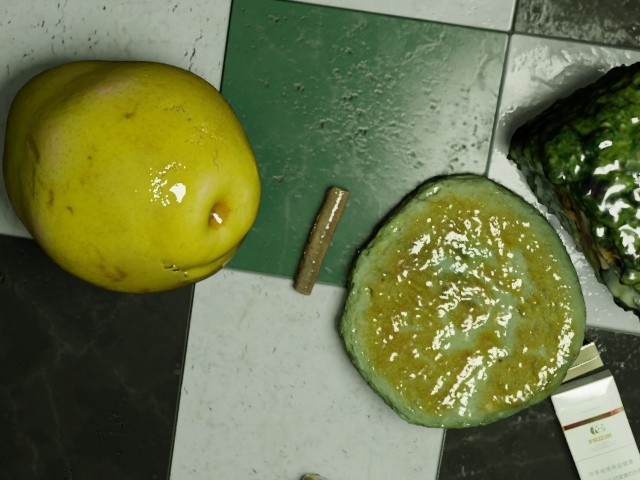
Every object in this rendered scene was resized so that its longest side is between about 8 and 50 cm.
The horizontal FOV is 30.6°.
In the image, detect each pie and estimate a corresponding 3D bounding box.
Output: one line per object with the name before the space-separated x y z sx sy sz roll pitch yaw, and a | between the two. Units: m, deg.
pie | 0.178 0.084 1.455 0.323 0.070 0.323 -2 82 15

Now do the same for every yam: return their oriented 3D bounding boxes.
yam | 0.000 0.000 1.499 0.032 0.032 0.145 20 100 1

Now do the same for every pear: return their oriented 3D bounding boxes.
pear | -0.231 -0.087 1.406 0.285 0.336 0.285 -20 134 -22

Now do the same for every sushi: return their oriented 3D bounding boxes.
sushi | 0.359 -0.042 1.310 0.178 0.352 0.294 -34 92 5

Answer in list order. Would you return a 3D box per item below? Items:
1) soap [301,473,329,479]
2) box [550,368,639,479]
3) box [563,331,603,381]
soap | -0.002 0.463 1.537 0.173 0.089 0.274 27 98 0
box | 0.359 0.253 1.507 0.084 0.040 0.154 -20 95 9
box | 0.306 0.149 1.476 0.083 0.079 0.035 -23 97 5
